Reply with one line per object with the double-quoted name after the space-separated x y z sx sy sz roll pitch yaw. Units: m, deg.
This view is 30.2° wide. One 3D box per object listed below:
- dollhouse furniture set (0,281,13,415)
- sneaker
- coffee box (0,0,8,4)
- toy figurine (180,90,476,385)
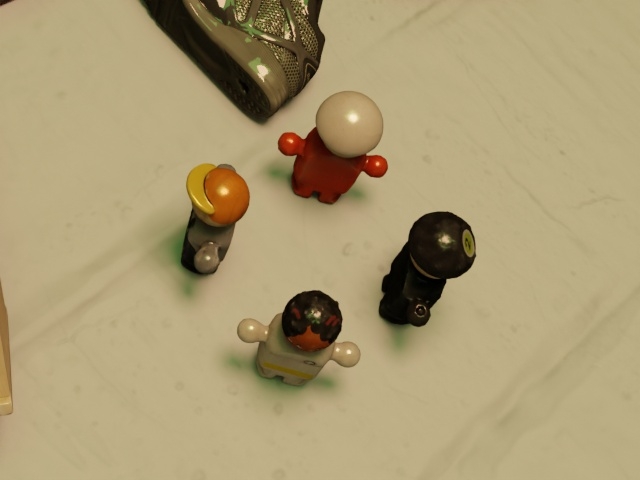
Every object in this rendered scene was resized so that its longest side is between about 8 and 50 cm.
-0.401 0.005 0.887 0.303 0.198 0.286 -7 31 -13 "dollhouse furniture set"
-0.083 -0.235 1.133 0.227 0.087 0.130 46 61 4 "sneaker"
-0.365 -0.361 1.091 0.168 0.119 0.297 -32 78 -27 "coffee box"
0.000 0.000 1.009 0.209 0.148 0.213 -27 76 -25 "toy figurine"
